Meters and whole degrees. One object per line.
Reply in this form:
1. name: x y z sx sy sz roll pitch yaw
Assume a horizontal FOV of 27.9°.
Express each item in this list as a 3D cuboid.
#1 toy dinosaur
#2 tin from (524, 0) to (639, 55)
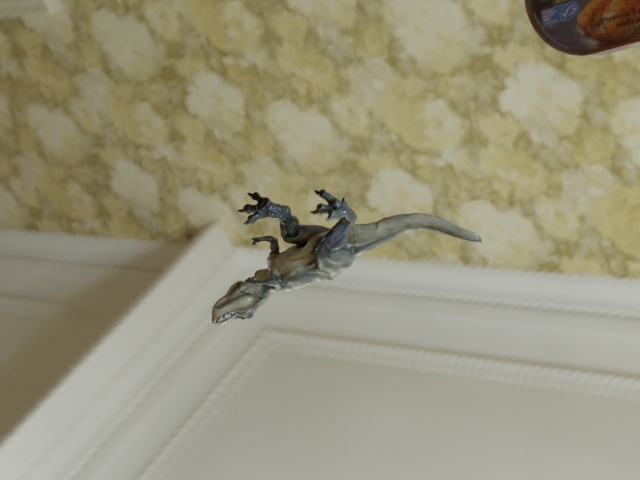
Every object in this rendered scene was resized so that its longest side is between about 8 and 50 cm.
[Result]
1. toy dinosaur: 0.000 0.000 1.175 0.268 0.118 0.064 -19 -132 21
2. tin: 0.244 -0.203 0.974 0.189 0.106 0.040 -10 -178 39
